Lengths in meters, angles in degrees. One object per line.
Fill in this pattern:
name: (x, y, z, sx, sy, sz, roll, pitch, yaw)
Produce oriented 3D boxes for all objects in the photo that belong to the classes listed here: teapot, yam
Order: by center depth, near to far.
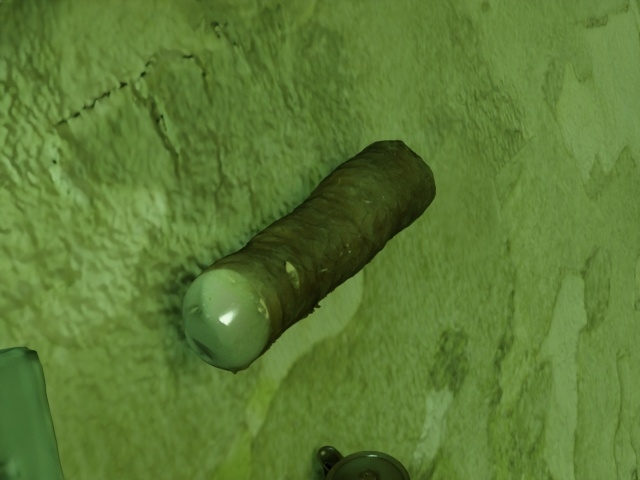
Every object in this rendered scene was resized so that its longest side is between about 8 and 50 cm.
teapot: (0.016, 0.207, 0.970, 0.110, 0.085, 0.080, -41, 144, -27)
yam: (0.000, 0.000, 0.982, 0.356, 0.081, 0.081, -39, 113, -61)

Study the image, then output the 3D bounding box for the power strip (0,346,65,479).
power strip: (-0.194, 0.111, 0.520, 0.140, 0.139, 0.224, -10, 89, -61)
